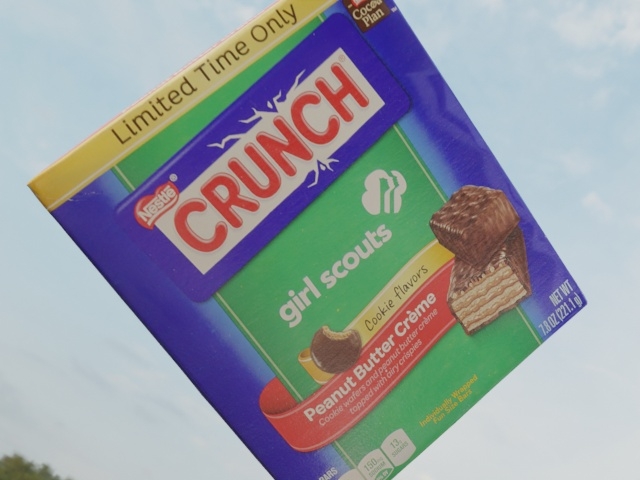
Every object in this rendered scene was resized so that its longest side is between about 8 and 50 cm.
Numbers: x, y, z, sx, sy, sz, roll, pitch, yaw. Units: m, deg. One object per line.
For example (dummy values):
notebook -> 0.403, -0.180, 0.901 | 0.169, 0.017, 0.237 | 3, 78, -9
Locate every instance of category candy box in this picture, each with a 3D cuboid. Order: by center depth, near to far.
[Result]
candy box -> 0.000, 0.000, 0.558 | 0.317, 0.268, 0.122 | 53, -10, -14
